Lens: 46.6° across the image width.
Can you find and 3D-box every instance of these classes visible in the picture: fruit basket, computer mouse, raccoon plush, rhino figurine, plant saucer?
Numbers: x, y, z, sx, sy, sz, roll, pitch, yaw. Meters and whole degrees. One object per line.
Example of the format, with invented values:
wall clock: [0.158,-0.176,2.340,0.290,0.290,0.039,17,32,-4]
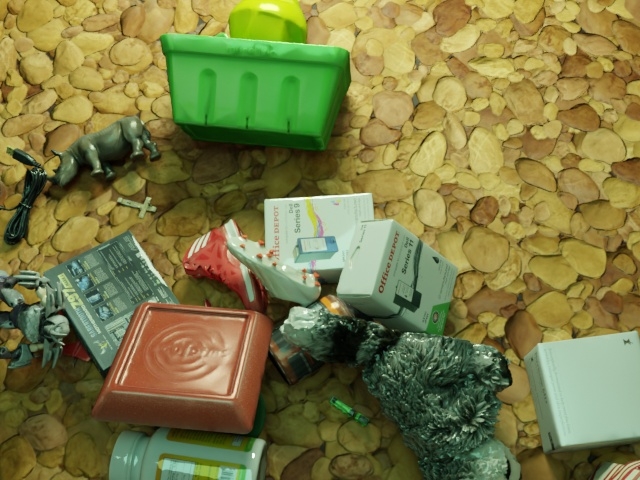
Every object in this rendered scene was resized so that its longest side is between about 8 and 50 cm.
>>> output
fruit basket: [-0.116,-0.380,1.513,0.391,0.283,0.392,0,86,3]
computer mouse: [-0.687,-0.120,1.498,0.262,0.060,0.184,23,84,10]
raccoon plush: [0.128,0.311,1.244,0.446,0.216,0.299,11,73,6]
rhino figurine: [-0.457,-0.176,1.525,0.243,0.073,0.106,-22,74,1]
plant saucer: [-0.222,0.194,1.241,0.258,0.048,0.259,5,37,3]

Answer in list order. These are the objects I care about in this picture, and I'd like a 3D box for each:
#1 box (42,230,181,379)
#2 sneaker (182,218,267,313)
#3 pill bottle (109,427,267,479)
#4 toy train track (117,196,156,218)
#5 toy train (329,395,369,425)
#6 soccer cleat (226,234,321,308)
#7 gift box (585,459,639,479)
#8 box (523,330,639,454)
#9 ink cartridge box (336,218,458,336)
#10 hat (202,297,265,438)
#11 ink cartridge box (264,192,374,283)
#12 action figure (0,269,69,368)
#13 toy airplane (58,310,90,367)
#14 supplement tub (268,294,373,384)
box: [-0.380,0.116,1.393,0.183,0.059,0.233,-30,69,-26]
sneaker: [-0.184,0.071,1.413,0.128,0.087,0.221,-25,48,2]
pill bottle: [-0.222,0.388,1.257,0.245,0.136,0.136,7,69,5]
toy train track: [-0.375,-0.074,1.513,0.083,0.014,0.048,14,69,8]
toy train: [0.052,0.308,1.342,0.083,0.024,0.017,31,72,13]
soccer cleat: [-0.090,0.061,1.334,0.196,0.068,0.076,30,114,-14]
gift box: [0.480,0.478,1.144,0.258,0.255,0.276,41,81,14]
box: [0.470,0.267,1.296,0.181,0.119,0.181,-6,68,-1]
ink cartridge box: [0.142,0.073,1.335,0.086,0.208,0.153,-5,61,47]
hat: [-0.167,0.251,1.370,0.172,0.183,0.209,9,112,5]
ink cartridge box: [0.000,0.000,1.431,0.212,0.093,0.154,-3,69,3]
action figure: [-0.559,0.133,1.355,0.285,0.099,0.185,16,95,29]
toy airplane: [-0.446,0.167,1.410,0.151,0.028,0.151,0,68,0]
supplement tub: [-0.001,0.170,1.355,0.197,0.106,0.106,-32,71,-10]
